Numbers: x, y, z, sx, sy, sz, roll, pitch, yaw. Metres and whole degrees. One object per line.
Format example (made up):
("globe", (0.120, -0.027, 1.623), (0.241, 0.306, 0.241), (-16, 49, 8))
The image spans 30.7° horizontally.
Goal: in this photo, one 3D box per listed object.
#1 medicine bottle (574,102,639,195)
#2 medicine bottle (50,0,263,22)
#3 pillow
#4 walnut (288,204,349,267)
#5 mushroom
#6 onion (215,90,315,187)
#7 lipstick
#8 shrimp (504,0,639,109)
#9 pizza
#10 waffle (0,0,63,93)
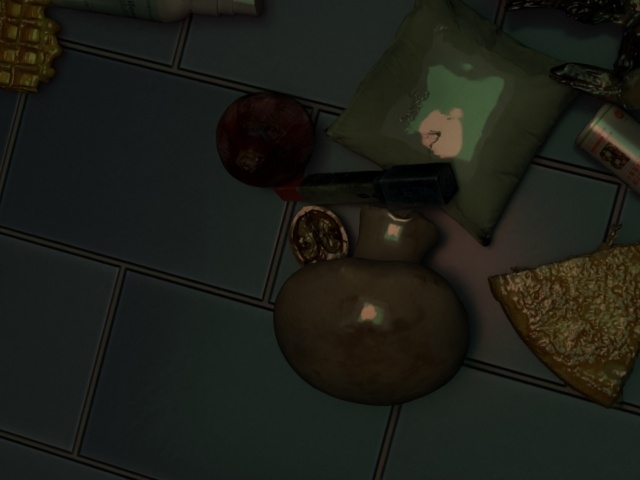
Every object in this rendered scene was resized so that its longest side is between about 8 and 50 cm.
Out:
("medicine bottle", (0.478, -0.123, 1.752), (0.183, 0.086, 0.086), (40, 96, 10))
("medicine bottle", (-0.265, -0.410, 1.890), (0.351, 0.110, 0.110), (10, 91, 11))
("pillow", (0.208, -0.203, 1.788), (0.312, 0.119, 0.310), (33, 94, 8))
("walnut", (0.000, 0.000, 1.858), (0.091, 0.052, 0.121), (-19, 92, 7))
("mushroom", (0.081, 0.095, 1.749), (0.297, 0.297, 0.290), (4, 63, 11))
("onion", (-0.092, -0.150, 1.809), (0.159, 0.195, 0.160), (4, 111, 11))
("lipstick", (0.063, -0.082, 1.800), (0.312, 0.051, 0.051), (0, 125, 37))
("shrimp", (0.402, -0.315, 1.739), (0.364, 0.071, 0.233), (10, 71, -2))
("pizza", (0.440, 0.093, 1.764), (0.287, 0.075, 0.280), (-36, 86, 6))
("waffle", (-0.539, -0.365, 1.969), (0.229, 0.057, 0.219), (8, 90, 10))
